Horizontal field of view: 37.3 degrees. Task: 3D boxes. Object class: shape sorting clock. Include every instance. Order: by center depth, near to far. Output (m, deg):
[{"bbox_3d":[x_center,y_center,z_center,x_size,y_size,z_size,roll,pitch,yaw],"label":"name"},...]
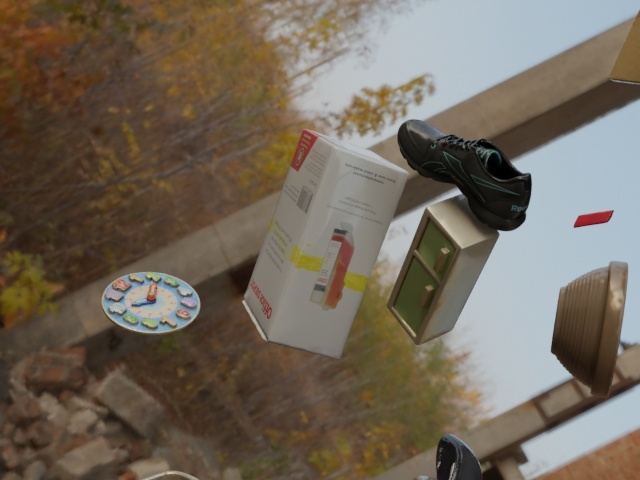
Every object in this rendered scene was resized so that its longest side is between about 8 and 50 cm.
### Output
[{"bbox_3d":[-0.358,0.129,2.003,0.206,0.206,0.040,-118,-151,-52],"label":"shape sorting clock"}]

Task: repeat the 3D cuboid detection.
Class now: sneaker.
[{"bbox_3d":[0.238,-0.131,1.535,0.267,0.101,0.106,40,-39,24],"label":"sneaker"}]

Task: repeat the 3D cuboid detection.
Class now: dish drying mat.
[{"bbox_3d":[0.514,-0.040,1.784,0.008,0.032,0.083,46,-27,-20],"label":"dish drying mat"}]

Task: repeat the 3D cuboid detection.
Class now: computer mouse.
[{"bbox_3d":[0.265,0.474,1.650,0.184,0.060,0.262,47,38,-28],"label":"computer mouse"}]

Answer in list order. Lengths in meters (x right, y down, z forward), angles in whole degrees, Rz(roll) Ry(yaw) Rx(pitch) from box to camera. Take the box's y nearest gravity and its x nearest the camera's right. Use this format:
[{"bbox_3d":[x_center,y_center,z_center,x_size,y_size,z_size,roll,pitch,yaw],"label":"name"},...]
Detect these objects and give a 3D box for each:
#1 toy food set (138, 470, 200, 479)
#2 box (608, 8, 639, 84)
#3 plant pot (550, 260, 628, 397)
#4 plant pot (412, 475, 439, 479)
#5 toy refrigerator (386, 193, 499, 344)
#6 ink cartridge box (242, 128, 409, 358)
[{"bbox_3d":[-0.304,0.482,1.361,0.092,0.306,0.219,35,-48,48],"label":"toy food set"},{"bbox_3d":[0.682,-0.385,1.889,0.021,0.164,0.201,23,3,-30],"label":"box"},{"bbox_3d":[0.464,0.148,1.652,0.237,0.110,0.237,8,90,-76],"label":"plant pot"},{"bbox_3d":[0.169,0.483,1.402,0.263,0.229,0.263,23,-5,2],"label":"plant pot"},{"bbox_3d":[0.202,0.056,1.630,0.102,0.094,0.269,53,-34,29],"label":"toy refrigerator"},{"bbox_3d":[0.000,0.000,1.854,0.160,0.384,0.279,18,9,-18],"label":"ink cartridge box"}]
